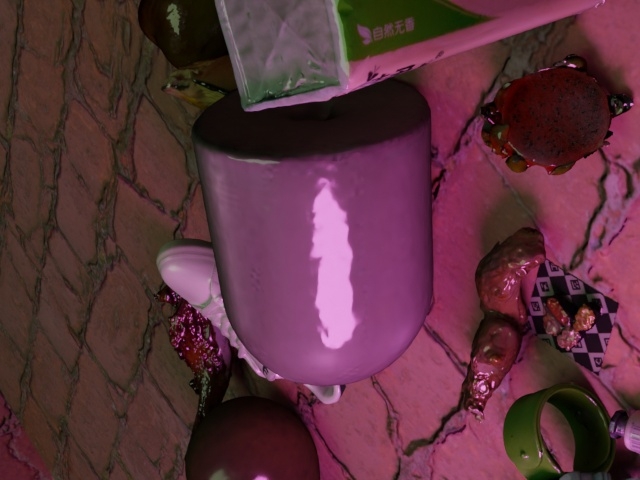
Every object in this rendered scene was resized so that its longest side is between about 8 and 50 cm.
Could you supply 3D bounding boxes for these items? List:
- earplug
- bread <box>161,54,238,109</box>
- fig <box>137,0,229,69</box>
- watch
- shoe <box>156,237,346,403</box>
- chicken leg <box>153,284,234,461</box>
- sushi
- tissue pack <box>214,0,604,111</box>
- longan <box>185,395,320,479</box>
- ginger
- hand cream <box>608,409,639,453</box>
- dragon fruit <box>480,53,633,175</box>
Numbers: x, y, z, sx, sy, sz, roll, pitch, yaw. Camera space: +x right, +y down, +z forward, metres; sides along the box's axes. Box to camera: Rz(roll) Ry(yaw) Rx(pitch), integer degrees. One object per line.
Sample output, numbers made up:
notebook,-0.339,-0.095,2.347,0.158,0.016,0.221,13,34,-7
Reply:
earplug,0.000,0.000,1.420,0.312,0.312,0.394,26,130,44
bread,-0.096,-0.230,1.578,0.174,0.251,0.133,-1,65,55
fig,-0.178,-0.381,1.605,0.170,0.145,0.274,55,131,14
watch,0.316,0.265,1.323,0.131,0.165,0.152,-40,52,56
shoe,-0.103,0.136,1.601,0.363,0.160,0.132,26,135,-14
chicken leg,-0.228,0.245,1.997,0.095,0.158,0.407,-1,93,37
sushi,0.308,0.101,1.313,0.126,0.026,0.120,36,136,38
tissue pack,0.083,-0.341,1.031,0.205,0.405,0.332,2,111,49
longan,-0.124,0.412,1.891,0.258,0.258,0.258,30,132,41
ginger,0.230,0.102,1.355,0.084,0.122,0.290,17,124,13
hand cream,0.448,0.248,1.201,0.234,0.050,0.080,15,121,43
dragon fruit,0.251,-0.143,1.184,0.138,0.142,0.175,-70,16,-6
